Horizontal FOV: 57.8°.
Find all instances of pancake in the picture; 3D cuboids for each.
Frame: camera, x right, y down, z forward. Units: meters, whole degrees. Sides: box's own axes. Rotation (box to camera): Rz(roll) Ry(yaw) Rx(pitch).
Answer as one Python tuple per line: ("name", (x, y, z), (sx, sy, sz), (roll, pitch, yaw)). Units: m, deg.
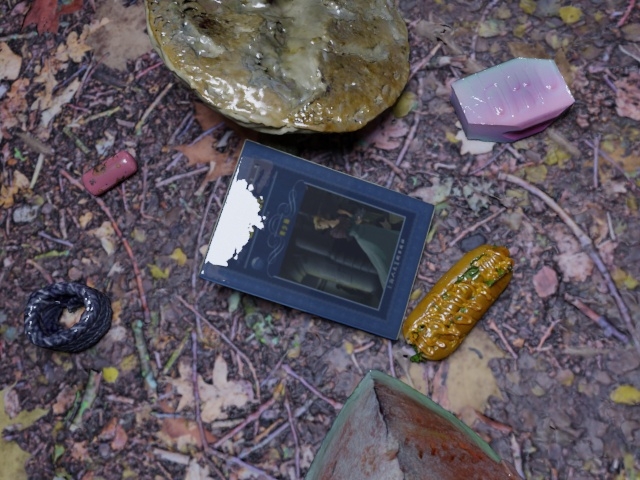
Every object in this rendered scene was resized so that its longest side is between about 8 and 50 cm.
("pancake", (-0.047, -0.290, 0.781), (0.387, 0.082, 0.387), (8, 60, -15))

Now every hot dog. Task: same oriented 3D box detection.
("hot dog", (0.173, 0.078, 0.735), (0.072, 0.055, 0.188), (40, 84, 14))

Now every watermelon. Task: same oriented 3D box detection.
("watermelon", (0.091, 0.337, 0.597), (0.283, 0.292, 0.250), (24, 111, 13))

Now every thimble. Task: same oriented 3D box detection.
("thimble", (-0.349, 0.106, 0.805), (0.104, 0.066, 0.095), (4, 74, 9))

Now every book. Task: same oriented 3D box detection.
("book", (0.000, 0.000, 0.755), (0.269, 0.025, 0.191), (19, 80, -6))

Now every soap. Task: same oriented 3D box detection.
("soap", (0.263, -0.190, 0.788), (0.149, 0.056, 0.100), (-19, 77, 4))

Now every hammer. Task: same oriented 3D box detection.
("hammer", (-0.314, -0.101, 0.865), (0.083, 0.043, 0.043), (-33, 74, 2))

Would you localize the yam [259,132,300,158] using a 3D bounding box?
("yam", (-0.060, -0.140, 0.813), (0.061, 0.061, 0.274), (-9, 80, 7))
